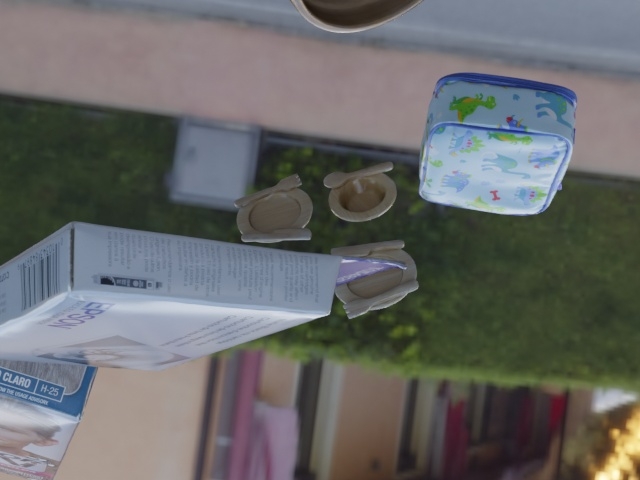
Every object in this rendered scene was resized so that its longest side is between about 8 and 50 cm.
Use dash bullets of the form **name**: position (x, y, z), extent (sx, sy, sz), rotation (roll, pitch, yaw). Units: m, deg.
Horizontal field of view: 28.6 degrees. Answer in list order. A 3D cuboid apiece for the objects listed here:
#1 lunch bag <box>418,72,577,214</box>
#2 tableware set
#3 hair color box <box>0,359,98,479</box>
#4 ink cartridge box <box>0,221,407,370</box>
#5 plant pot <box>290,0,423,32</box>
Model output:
- **lunch bag**: position (0.209, -0.110, 1.491), extent (0.176, 0.090, 0.219), rotation (7, 156, 3)
- **tableware set**: position (0.000, 0.000, 0.985), extent (0.141, 0.168, 0.020), rotation (-11, 135, 6)
- **hair color box**: position (-0.294, 0.121, 1.112), extent (0.174, 0.105, 0.347), rotation (18, 157, -9)
- **ink cartridge box**: position (-0.096, 0.045, 0.794), extent (0.224, 0.045, 0.223), rotation (6, 164, -32)
- **plant pot**: position (0.044, -0.325, 1.199), extent (0.237, 0.237, 0.109), rotation (13, -146, -54)
